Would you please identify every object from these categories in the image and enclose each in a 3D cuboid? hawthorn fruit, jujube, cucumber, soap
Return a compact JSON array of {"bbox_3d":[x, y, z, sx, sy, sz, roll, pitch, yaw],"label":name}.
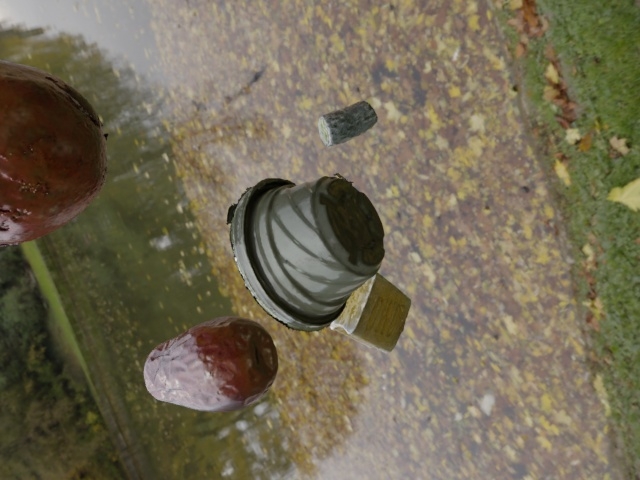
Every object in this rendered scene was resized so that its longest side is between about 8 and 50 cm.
[{"bbox_3d":[-0.494,-0.128,0.962,0.316,0.315,0.316,43,146,38],"label":"hawthorn fruit"},{"bbox_3d":[-0.205,0.231,1.147,0.255,0.190,0.190,-8,109,25],"label":"jujube"},{"bbox_3d":[0.052,-0.219,1.158,0.064,0.111,0.064,53,158,32],"label":"cucumber"},{"bbox_3d":[0.132,0.178,1.581,0.089,0.174,0.274,18,171,32],"label":"soap"}]

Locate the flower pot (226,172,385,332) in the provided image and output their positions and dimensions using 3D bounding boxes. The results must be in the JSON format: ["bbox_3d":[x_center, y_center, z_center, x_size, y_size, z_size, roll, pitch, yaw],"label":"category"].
[{"bbox_3d":[0.000,0.000,0.867,0.140,0.235,0.236,-28,87,33],"label":"flower pot"}]
